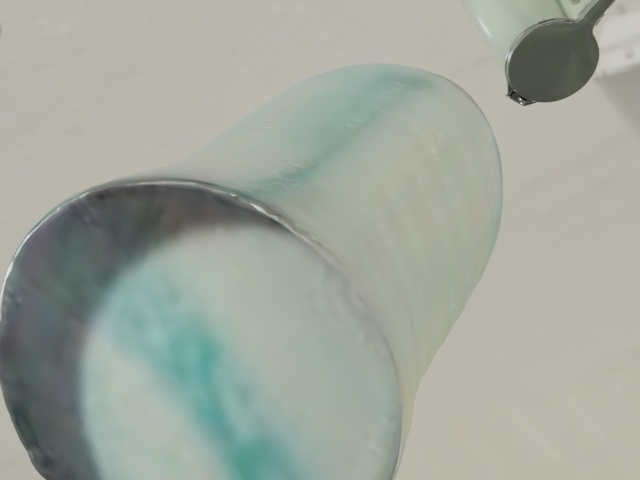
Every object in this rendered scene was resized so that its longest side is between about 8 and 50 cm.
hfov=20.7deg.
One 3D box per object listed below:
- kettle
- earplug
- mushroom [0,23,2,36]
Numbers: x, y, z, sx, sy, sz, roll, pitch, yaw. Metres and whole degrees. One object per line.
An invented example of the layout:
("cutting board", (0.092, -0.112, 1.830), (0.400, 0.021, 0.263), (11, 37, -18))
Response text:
("kettle", (0.205, -0.207, 1.611), (0.127, 0.148, 0.098), (-24, -52, 5))
("earplug", (0.000, 0.000, 0.854), (0.185, 0.324, 0.185), (8, -65, 18))
("mushroom", (-0.368, -0.135, 1.548), (0.116, 0.225, 0.093), (29, -26, -15))
